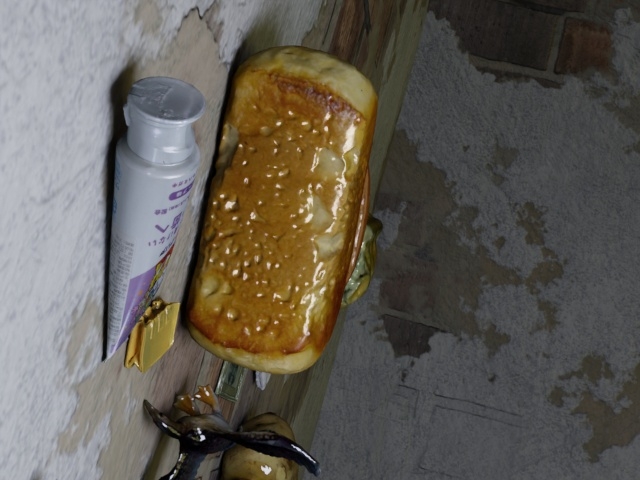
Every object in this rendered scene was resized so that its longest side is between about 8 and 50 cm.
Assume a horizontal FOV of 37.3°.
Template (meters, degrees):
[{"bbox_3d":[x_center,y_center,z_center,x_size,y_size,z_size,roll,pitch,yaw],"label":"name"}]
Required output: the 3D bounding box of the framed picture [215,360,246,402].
[{"bbox_3d":[-0.127,0.156,1.599,0.173,0.010,0.231,69,36,-76],"label":"framed picture"}]

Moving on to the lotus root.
[{"bbox_3d":[-0.107,0.407,1.737,0.257,0.140,0.154,-73,-179,-63],"label":"lotus root"}]

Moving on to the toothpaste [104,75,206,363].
[{"bbox_3d":[-0.162,-0.012,0.888,0.114,0.073,0.299,-66,176,-48],"label":"toothpaste"}]

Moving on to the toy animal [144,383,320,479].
[{"bbox_3d":[-0.163,0.250,1.199,0.273,0.197,0.160,-34,-159,12],"label":"toy animal"}]

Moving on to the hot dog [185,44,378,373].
[{"bbox_3d":[-0.039,-0.042,1.231,0.223,0.185,0.404,-30,134,-77],"label":"hot dog"}]

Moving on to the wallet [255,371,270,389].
[{"bbox_3d":[-0.093,0.191,1.841,0.124,0.032,0.182,94,15,-53],"label":"wallet"}]

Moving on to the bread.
[{"bbox_3d":[-0.001,0.006,1.582,0.196,0.238,0.252,-45,169,5],"label":"bread"}]

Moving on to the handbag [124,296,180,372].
[{"bbox_3d":[-0.185,0.103,1.042,0.083,0.027,0.061,-51,155,-69],"label":"handbag"}]
